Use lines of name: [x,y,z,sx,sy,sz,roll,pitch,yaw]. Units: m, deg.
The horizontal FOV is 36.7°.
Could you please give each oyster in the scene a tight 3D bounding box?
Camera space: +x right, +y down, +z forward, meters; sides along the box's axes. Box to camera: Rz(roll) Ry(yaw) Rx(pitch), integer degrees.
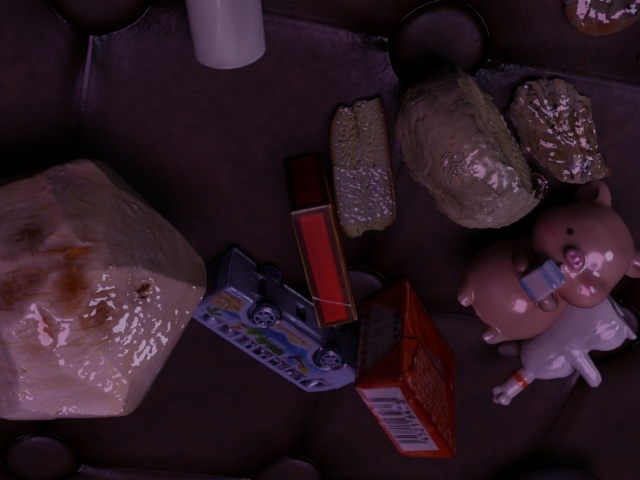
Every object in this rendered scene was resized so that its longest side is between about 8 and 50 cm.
oyster: [0.373,-0.163,1.510,0.133,0.072,0.209,-22,125,6]

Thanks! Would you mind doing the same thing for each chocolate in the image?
chocolate: [0.153,0.230,1.690,0.108,0.235,0.237,-17,129,23]

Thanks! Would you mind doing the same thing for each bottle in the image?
bottle: [-0.134,-0.356,1.278,0.104,0.104,0.245,-6,127,-2]

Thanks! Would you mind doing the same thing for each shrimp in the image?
shrimp: [0.445,-0.383,1.370,0.223,0.047,0.126,-38,112,22]

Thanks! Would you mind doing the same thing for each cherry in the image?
cherry: [0.479,0.573,2.016,0.266,0.183,0.213,-38,133,2]

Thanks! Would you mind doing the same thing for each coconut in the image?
coconut: [-0.370,0.073,1.428,0.415,0.345,0.415,-1,127,-2]

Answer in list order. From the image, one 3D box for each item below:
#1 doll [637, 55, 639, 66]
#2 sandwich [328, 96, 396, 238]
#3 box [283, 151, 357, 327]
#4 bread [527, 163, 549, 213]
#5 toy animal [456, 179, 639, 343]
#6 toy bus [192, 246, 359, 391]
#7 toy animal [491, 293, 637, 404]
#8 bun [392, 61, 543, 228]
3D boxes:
doll: [0.627,-0.245,1.424,0.269,0.167,0.162,12,123,-12]
sandwich: [0.068,-0.092,1.515,0.094,0.096,0.258,-6,125,5]
box: [-0.001,0.000,1.537,0.074,0.153,0.240,-15,128,-1]
bread: [0.335,-0.080,1.577,0.085,0.053,0.085,-4,127,-5]
toy animal: [0.376,0.040,1.581,0.256,0.213,0.195,-30,87,36]
toy bus: [-0.071,0.151,1.676,0.136,0.109,0.329,-34,124,29]
toy animal: [0.436,0.196,1.753,0.138,0.140,0.282,31,115,-17]
bun: [0.203,-0.126,1.413,0.152,0.259,0.259,-30,125,21]
